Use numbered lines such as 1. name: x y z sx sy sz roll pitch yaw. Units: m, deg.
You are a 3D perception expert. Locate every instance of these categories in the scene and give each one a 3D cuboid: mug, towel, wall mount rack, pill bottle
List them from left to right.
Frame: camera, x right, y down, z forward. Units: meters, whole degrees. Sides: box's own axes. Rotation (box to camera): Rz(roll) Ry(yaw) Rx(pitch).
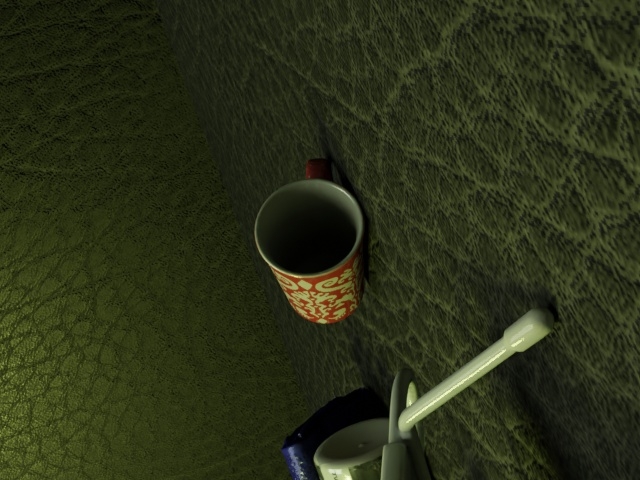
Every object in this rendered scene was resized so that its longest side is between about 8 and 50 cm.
1. mug: 0.007 0.006 1.206 0.113 0.150 0.169 26 161 18
2. towel: 0.050 0.383 1.535 0.228 0.076 0.308 -25 -85 -59
3. pill bottle: 0.090 0.361 1.396 0.130 0.130 0.245 -146 36 -76
4. wall mount rack: 0.098 0.217 0.736 0.304 0.130 0.350 72 -161 -51
